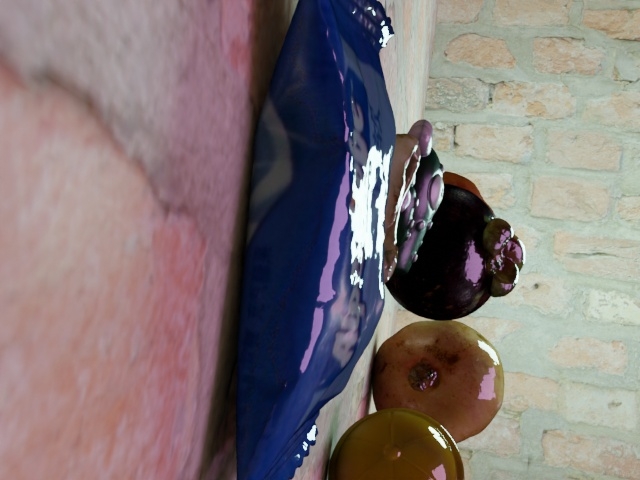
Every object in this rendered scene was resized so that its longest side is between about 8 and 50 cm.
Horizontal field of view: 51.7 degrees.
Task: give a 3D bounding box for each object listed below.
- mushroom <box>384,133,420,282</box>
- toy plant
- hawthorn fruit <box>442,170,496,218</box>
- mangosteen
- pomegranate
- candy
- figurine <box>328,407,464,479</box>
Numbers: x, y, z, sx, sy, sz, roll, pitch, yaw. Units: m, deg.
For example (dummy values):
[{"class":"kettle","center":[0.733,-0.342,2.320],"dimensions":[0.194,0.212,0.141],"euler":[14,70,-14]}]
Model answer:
[{"class":"mushroom","center":[0.074,-0.035,0.825],"dimensions":[0.094,0.072,0.209],"euler":[74,28,-63]},{"class":"toy plant","center":[0.137,-0.070,1.060],"dimensions":[0.232,0.113,0.243],"euler":[92,15,-57]},{"class":"hawthorn fruit","center":[0.307,-0.044,1.673],"dimensions":[0.330,0.287,0.287],"euler":[-77,171,-66]},{"class":"mangosteen","center":[0.255,0.024,1.322],"dimensions":[0.288,0.288,0.288],"euler":[7,90,-81]},{"class":"pomegranate","center":[0.285,0.348,1.650],"dimensions":[0.338,0.338,0.338],"euler":[7,90,-81]},{"class":"candy","center":[0.000,0.000,0.420],"dimensions":[0.187,0.077,0.331],"euler":[-6,103,-73]},{"class":"figurine","center":[0.090,0.348,0.968],"dimensions":[0.257,0.167,0.192],"euler":[125,-23,-56]}]
